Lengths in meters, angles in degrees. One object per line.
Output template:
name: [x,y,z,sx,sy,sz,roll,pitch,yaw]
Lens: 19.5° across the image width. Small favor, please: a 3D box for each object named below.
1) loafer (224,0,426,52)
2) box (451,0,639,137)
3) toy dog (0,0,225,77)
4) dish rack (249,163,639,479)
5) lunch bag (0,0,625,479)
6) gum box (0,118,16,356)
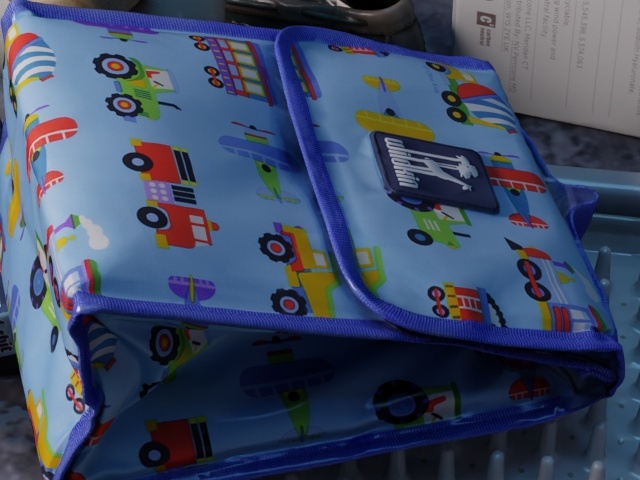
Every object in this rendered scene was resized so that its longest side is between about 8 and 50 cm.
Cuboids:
loafer: [-0.043,-0.164,1.172,0.267,0.084,0.096,27,52,25]
box: [0.272,-0.178,1.125,0.345,0.168,0.215,13,47,14]
toy dog: [-0.156,-0.165,1.095,0.333,0.220,0.161,30,66,23]
dish rack: [0.077,0.094,0.928,0.285,0.072,0.333,4,46,6]
lunch bag: [0.000,0.000,0.910,0.293,0.138,0.221,-2,42,-18]
gum box: [-0.259,0.006,1.013,0.184,0.041,0.157,-12,53,-2]
